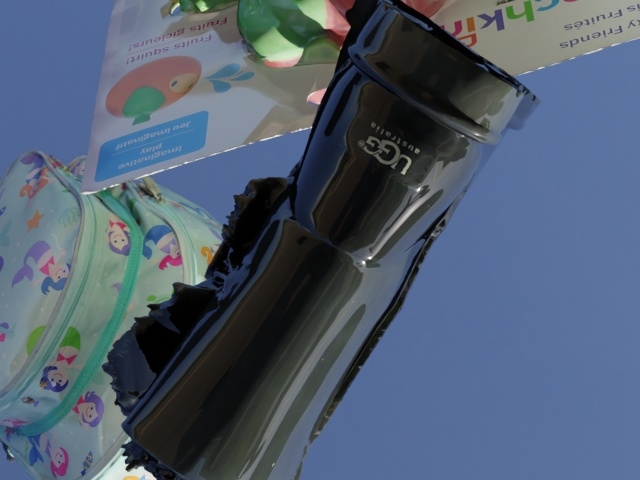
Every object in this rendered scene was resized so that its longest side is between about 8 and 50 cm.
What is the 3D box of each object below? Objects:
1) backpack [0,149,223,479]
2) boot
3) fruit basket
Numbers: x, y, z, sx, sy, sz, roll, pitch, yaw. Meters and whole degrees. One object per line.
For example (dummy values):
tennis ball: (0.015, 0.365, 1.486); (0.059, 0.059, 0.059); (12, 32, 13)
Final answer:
backpack: (-0.149, 0.066, 1.273); (0.191, 0.225, 0.253); (27, -174, -43)
boot: (0.000, 0.000, 0.777); (0.094, 0.207, 0.246); (34, -171, 0)
fruit basket: (0.024, -0.178, 1.039); (0.327, 0.165, 0.353); (-15, -150, 11)
